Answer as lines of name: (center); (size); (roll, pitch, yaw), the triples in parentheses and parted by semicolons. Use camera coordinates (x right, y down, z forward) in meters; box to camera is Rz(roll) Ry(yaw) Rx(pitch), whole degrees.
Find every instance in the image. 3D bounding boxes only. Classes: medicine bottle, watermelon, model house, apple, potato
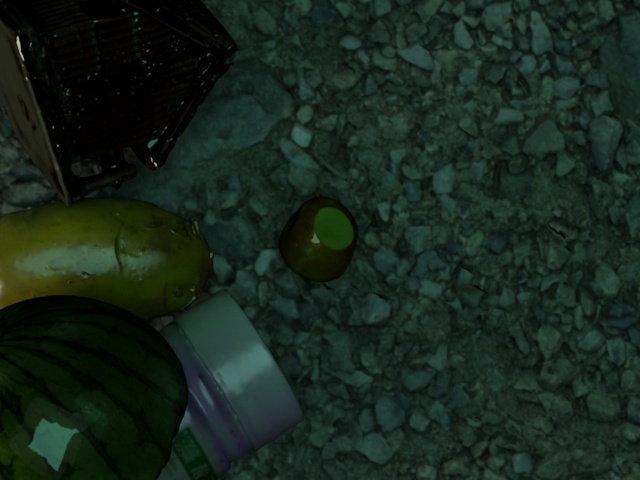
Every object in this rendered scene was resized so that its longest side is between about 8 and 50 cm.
medicine bottle: (-0.207, 0.232, 1.707); (0.325, 0.212, 0.212); (-31, 94, -11)
watermelon: (-0.325, 0.180, 1.527); (0.330, 0.331, 0.189); (-40, 138, -9)
model house: (-0.288, -0.265, 1.730); (0.282, 0.297, 0.317); (-27, 52, -22)
apple: (0.000, 0.000, 1.809); (0.102, 0.099, 0.114); (35, 57, -14)
potato: (-0.290, 0.027, 1.730); (0.300, 0.140, 0.173); (-3, 80, -11)
